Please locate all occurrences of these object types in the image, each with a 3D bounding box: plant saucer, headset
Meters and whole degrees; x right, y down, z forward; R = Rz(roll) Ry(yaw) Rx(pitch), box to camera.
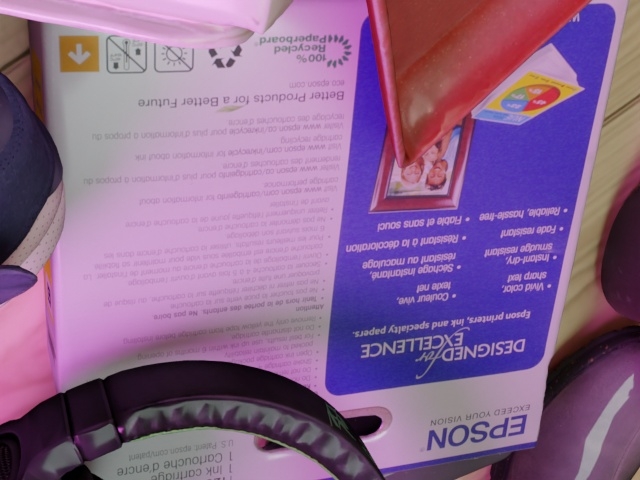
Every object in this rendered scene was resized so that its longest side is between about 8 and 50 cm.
[{"bbox_3d":[0.106,-0.162,0.453,0.259,0.048,0.258,-43,166,-4],"label":"plant saucer"},{"bbox_3d":[-0.149,0.204,0.608,0.394,0.185,0.243,-25,114,-9],"label":"headset"}]

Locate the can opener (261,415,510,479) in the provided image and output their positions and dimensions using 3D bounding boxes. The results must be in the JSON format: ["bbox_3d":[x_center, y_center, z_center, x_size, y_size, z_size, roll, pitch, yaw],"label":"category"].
[{"bbox_3d":[-0.009,0.142,0.716,0.280,0.074,0.093,-14,123,-19],"label":"can opener"}]

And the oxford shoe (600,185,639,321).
[{"bbox_3d":[0.257,-0.037,0.751,0.076,0.076,0.212,-21,141,-56],"label":"oxford shoe"}]

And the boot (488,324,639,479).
[{"bbox_3d":[0.192,0.246,0.780,0.118,0.222,0.338,19,108,-32],"label":"boot"}]

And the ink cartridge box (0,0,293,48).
[{"bbox_3d":[-0.108,-0.278,0.310,0.279,0.160,0.384,13,115,4],"label":"ink cartridge box"}]

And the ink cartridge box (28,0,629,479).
[{"bbox_3d":[0.000,0.000,0.636,0.304,0.072,0.307,-5,122,-19],"label":"ink cartridge box"}]

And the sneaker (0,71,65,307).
[{"bbox_3d":[-0.262,0.015,0.460,0.323,0.130,0.236,-22,160,0],"label":"sneaker"}]
